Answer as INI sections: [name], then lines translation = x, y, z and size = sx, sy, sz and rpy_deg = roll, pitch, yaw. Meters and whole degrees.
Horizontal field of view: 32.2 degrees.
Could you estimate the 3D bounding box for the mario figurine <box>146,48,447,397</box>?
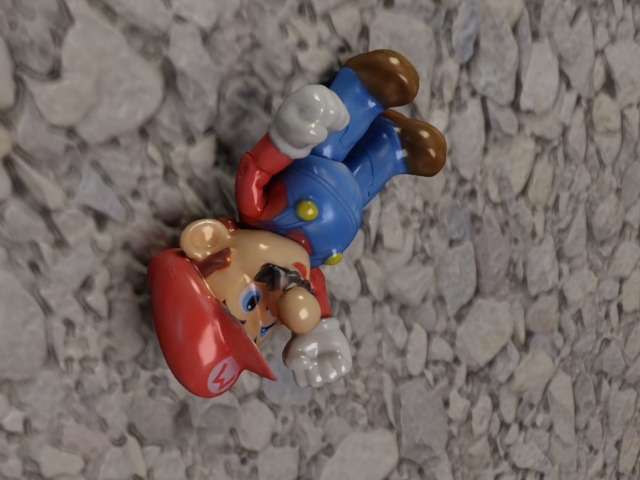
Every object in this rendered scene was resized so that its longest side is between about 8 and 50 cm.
[mario figurine]
translation = 0.000, 0.000, 0.897
size = 0.198, 0.170, 0.320
rpy_deg = 42, 68, -9
